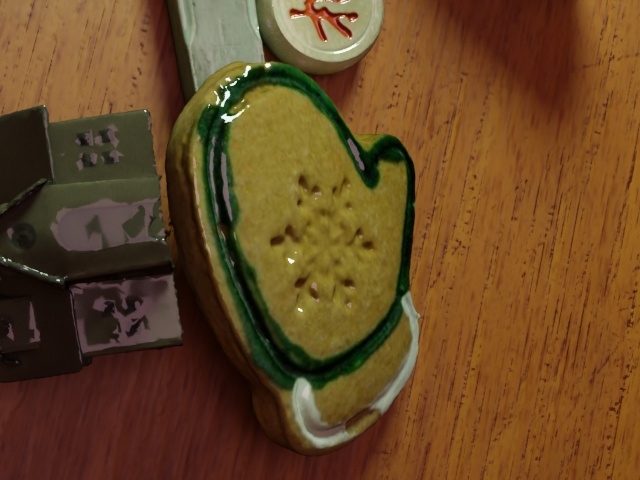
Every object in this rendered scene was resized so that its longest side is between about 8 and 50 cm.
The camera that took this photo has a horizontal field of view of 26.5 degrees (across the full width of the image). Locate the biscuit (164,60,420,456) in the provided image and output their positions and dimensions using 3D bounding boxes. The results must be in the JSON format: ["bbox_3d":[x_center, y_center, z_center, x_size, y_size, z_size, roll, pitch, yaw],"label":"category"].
[{"bbox_3d":[0.002,0.000,1.185,0.287,0.057,0.343,-38,114,-44],"label":"biscuit"}]

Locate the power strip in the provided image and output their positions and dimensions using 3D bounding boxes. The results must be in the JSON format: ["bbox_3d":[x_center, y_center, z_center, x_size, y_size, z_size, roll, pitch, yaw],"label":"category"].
[{"bbox_3d":[-0.099,-0.232,1.222,0.080,0.048,0.285,-9,88,-21],"label":"power strip"}]

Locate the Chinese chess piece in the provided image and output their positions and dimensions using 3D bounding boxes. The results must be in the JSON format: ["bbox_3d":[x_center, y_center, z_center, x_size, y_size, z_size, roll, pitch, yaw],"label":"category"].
[{"bbox_3d":[-0.001,-0.214,1.260,0.122,0.051,0.122,2,84,-23],"label":"Chinese chess piece"}]

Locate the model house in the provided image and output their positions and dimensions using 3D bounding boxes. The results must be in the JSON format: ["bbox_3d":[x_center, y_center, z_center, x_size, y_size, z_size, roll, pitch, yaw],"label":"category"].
[{"bbox_3d":[-0.241,0.005,1.074,0.243,0.204,0.211,-8,86,-7],"label":"model house"}]
